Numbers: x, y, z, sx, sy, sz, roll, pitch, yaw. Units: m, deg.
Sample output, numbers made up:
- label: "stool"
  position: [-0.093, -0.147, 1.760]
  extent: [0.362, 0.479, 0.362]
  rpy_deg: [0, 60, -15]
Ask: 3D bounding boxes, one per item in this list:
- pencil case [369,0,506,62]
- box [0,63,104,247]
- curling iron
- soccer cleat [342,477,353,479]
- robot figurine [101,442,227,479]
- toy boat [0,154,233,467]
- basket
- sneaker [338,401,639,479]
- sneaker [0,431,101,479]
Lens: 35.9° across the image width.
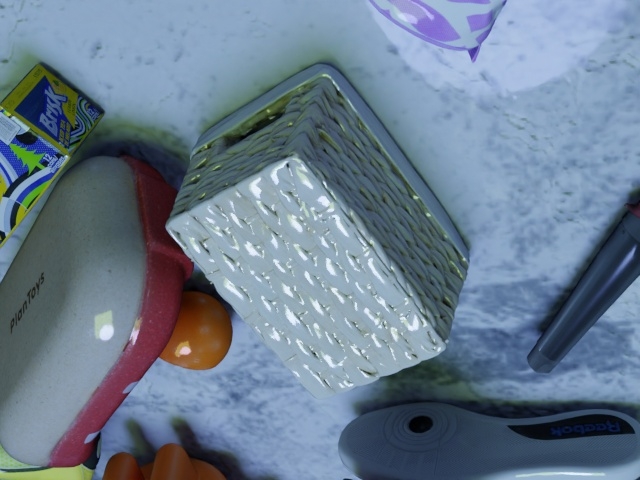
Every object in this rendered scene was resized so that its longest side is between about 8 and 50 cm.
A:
- label: "pencil case"
  position: [0.100, -0.181, 0.453]
  extent: [0.088, 0.086, 0.206]
  rpy_deg: [19, 134, -29]
- label: "box"
  position: [-0.215, -0.036, 0.654]
  extent: [0.054, 0.059, 0.169]
  rpy_deg: [38, 126, -15]
- label: "curling iron"
  position: [0.185, -0.023, 0.572]
  extent: [0.068, 0.035, 0.274]
  rpy_deg: [22, 127, 4]
- label: "soccer cleat"
  position: [0.081, 0.269, 0.702]
  extent: [0.108, 0.116, 0.318]
  rpy_deg: [9, 150, 30]
- label: "robot figurine"
  position: [-0.114, 0.268, 0.807]
  extent: [0.128, 0.158, 0.220]
  rpy_deg: [27, 143, 50]
- label: "toy boat"
  position: [-0.130, 0.059, 0.671]
  extent: [0.151, 0.151, 0.231]
  rpy_deg: [13, 134, -32]
- label: "basket"
  position: [0.000, 0.000, 0.595]
  extent: [0.113, 0.103, 0.167]
  rpy_deg: [-26, 114, 28]
- label: "sneaker"
  position: [0.125, 0.186, 0.713]
  extent: [0.216, 0.079, 0.121]
  rpy_deg: [-1, 126, 16]
- label: "sneaker"
  position: [-0.344, 0.111, 0.774]
  extent: [0.384, 0.145, 0.147]
  rpy_deg: [33, 96, -7]
